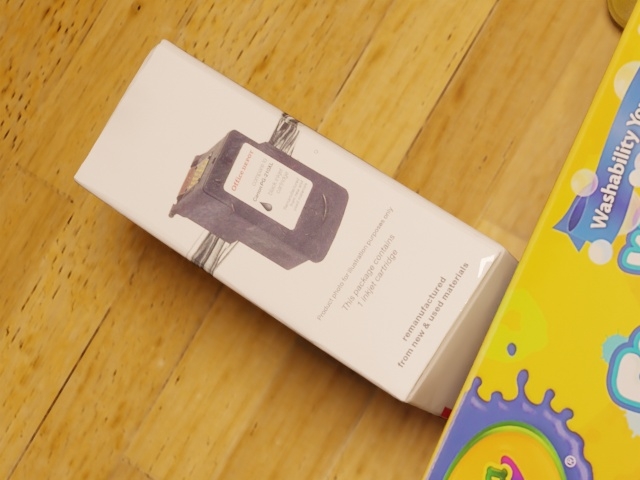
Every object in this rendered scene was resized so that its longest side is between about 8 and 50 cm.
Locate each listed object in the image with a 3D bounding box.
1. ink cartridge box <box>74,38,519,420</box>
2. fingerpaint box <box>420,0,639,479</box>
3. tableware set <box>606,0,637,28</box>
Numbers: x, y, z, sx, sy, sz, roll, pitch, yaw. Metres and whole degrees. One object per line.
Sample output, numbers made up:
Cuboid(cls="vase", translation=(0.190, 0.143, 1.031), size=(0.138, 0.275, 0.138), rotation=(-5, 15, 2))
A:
Cuboid(cls="ink cartridge box", translation=(0.000, 0.000, 0.876), size=(0.237, 0.172, 0.100), rotation=(33, 89, 21))
Cuboid(cls="fingerpaint box", translation=(0.282, 0.073, 0.741), size=(0.371, 0.163, 0.445), rotation=(27, 97, 21))
Cuboid(cls="tableware set", translation=(0.221, -0.186, 0.930), size=(0.104, 0.024, 0.154), rotation=(-12, 73, 11))
